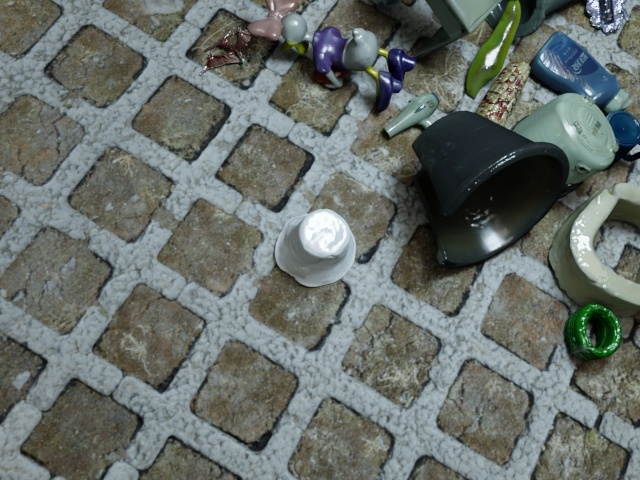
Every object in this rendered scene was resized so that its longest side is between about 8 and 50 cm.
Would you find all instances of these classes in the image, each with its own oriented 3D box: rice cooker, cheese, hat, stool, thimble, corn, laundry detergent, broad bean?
[{"bbox_3d":[0.594,-0.230,1.724,0.226,0.244,0.226,20,55,-30],"label":"rice cooker"},{"bbox_3d":[0.745,0.013,1.703,0.292,0.153,0.332,32,69,3],"label":"cheese"},{"bbox_3d":[0.000,0.000,1.602,0.203,0.126,0.203,4,68,-11],"label":"hat"},{"bbox_3d":[0.284,-0.636,1.761,0.244,0.269,0.170,48,70,-15],"label":"stool"},{"bbox_3d":[0.650,0.222,1.648,0.118,0.090,0.130,36,69,3],"label":"thimble"},{"bbox_3d":[0.487,-0.388,1.841,0.086,0.086,0.253,31,68,3],"label":"corn"},{"bbox_3d":[0.723,-0.444,1.893,0.289,0.094,0.143,37,65,5],"label":"laundry detergent"},{"bbox_3d":[0.475,-0.532,1.850,0.075,0.067,0.325,19,98,-31],"label":"broad bean"}]

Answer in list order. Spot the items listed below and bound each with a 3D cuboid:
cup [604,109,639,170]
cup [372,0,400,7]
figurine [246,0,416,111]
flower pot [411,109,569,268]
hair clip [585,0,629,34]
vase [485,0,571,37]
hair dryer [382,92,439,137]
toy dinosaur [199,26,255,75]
[{"bbox_3d":[0.777,-0.264,1.814,0.150,0.138,0.114,-4,72,-11],"label":"cup"},{"bbox_3d":[0.167,-0.708,1.917,0.104,0.074,0.116,-27,81,8],"label":"cup"},{"bbox_3d":[0.031,-0.484,1.745,0.420,0.193,0.154,21,72,3],"label":"figurine"},{"bbox_3d":[0.367,-0.149,1.627,0.379,0.379,0.251,-21,54,-16],"label":"flower pot"},{"bbox_3d":[0.827,-0.694,1.984,0.124,0.052,0.196,-12,104,18],"label":"hair clip"},{"bbox_3d":[0.617,-0.725,1.921,0.291,0.245,0.245,-30,78,-26],"label":"vase"},{"bbox_3d":[0.258,-0.270,1.791,0.167,0.067,0.199,-22,90,-7],"label":"hair dryer"},{"bbox_3d":[-0.228,-0.493,1.791,0.108,0.032,0.220,44,72,4],"label":"toy dinosaur"}]
